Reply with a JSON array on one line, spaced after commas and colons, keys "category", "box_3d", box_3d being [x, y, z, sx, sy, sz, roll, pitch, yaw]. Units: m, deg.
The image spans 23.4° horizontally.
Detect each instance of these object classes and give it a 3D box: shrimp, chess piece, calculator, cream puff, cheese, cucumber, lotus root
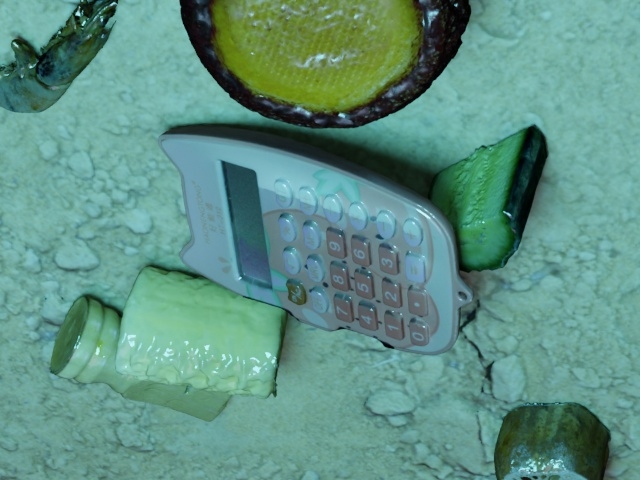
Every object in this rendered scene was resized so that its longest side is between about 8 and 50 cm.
[{"category": "shrimp", "box_3d": [-0.278, -0.195, 1.416, 0.148, 0.035, 0.195, 37, 130, -17]}, {"category": "chess piece", "box_3d": [-0.184, 0.137, 1.669, 0.200, 0.090, 0.090, 24, 133, -23]}, {"category": "calculator", "box_3d": [0.000, 0.000, 1.454, 0.329, 0.048, 0.220, 20, 136, 26]}, {"category": "cream puff", "box_3d": [0.003, -0.207, 1.248, 0.239, 0.165, 0.239, 5, 129, 6]}, {"category": "cheese", "box_3d": [-0.119, 0.096, 1.581, 0.167, 0.123, 0.094, 10, 149, 2]}, {"category": "cucumber", "box_3d": [0.154, -0.032, 1.414, 0.116, 0.115, 0.062, -22, 123, 42]}, {"category": "lotus root", "box_3d": [0.250, 0.238, 1.659, 0.122, 0.081, 0.112, -6, 137, 18]}]
